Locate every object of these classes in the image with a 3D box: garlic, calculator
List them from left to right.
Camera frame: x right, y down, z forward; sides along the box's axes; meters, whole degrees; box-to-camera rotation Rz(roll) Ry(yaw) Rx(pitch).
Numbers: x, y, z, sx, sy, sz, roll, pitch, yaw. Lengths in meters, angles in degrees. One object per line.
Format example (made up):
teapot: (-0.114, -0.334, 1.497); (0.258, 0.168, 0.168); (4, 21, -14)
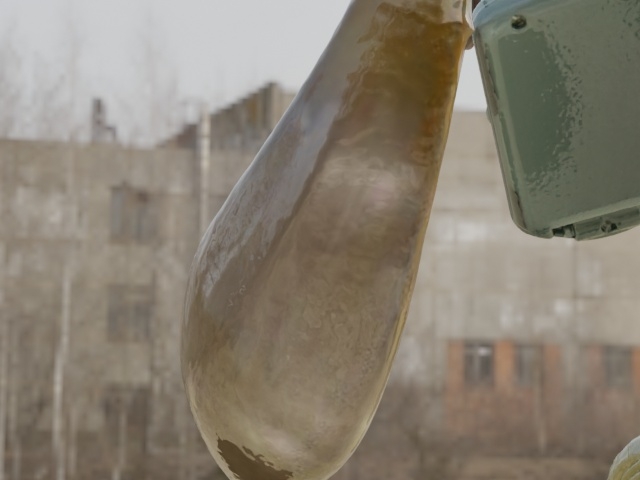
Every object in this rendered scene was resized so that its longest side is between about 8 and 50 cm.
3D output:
garlic: (0.000, 0.005, 0.886); (0.112, 0.318, 0.143); (21, 21, -13)
calculator: (0.188, -0.098, 1.248); (0.141, 0.045, 0.246); (-17, -52, 2)

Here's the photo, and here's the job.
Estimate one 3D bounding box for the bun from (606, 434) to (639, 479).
bun: (0.242, 0.208, 1.118); (0.111, 0.188, 0.164); (7, -51, -11)

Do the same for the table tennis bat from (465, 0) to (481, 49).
table tennis bat: (0.090, -0.272, 1.595); (0.021, 0.154, 0.274); (-15, 34, -12)
